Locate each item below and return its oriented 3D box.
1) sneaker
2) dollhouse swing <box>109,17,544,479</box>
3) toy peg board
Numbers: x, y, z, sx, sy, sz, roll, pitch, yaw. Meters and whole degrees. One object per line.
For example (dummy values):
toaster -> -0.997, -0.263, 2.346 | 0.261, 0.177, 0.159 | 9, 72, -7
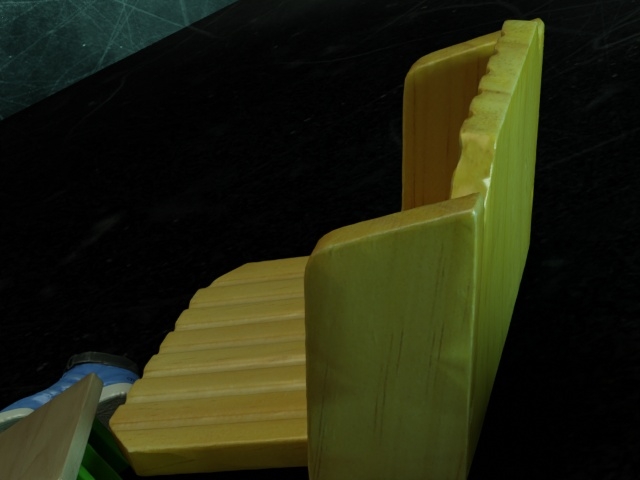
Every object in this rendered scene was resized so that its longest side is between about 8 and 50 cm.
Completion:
sneaker -> -0.235, 0.148, 1.169 | 0.152, 0.058, 0.084 | -18, 28, -1
dollhouse swing -> 0.000, 0.000, 1.019 | 0.305, 0.315, 0.347 | 7, 32, 15
toy peg board -> -0.230, 0.212, 1.031 | 0.161, 0.079, 0.161 | -34, 19, 13
